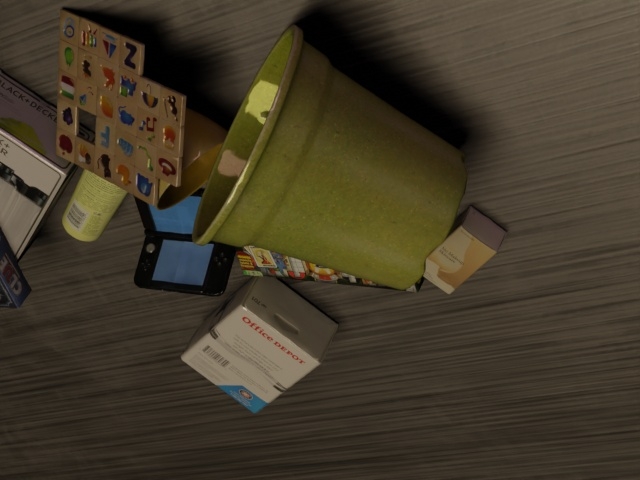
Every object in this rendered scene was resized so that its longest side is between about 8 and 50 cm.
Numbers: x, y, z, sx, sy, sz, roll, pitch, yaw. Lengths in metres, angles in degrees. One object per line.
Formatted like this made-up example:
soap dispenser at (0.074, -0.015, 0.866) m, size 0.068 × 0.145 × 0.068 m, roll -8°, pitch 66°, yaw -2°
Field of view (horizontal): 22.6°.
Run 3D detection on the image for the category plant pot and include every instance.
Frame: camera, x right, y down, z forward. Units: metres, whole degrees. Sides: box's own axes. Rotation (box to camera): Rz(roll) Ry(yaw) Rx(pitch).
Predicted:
plant pot at (-0.185, -0.117, 2.026) m, size 0.095 × 0.134 × 0.134 m, roll 49°, pitch 140°, yaw 9°
plant pot at (0.022, -0.071, 1.865) m, size 0.253 × 0.276 × 0.276 m, roll 25°, pitch 140°, yaw -11°

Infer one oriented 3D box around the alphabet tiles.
alphabet tiles at (-0.249, -0.160, 1.981) m, size 0.237 × 0.009 × 0.198 m, roll 27°, pitch 122°, yaw 36°

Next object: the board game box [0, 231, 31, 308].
board game box at (-0.524, -0.010, 2.244) m, size 0.165 × 0.042 × 0.243 m, roll 2°, pitch 132°, yaw 28°

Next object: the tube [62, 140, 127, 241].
tube at (-0.280, -0.091, 2.152) m, size 0.062 × 0.070 × 0.240 m, roll 63°, pitch 141°, yaw 25°

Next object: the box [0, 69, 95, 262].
box at (-0.443, -0.088, 2.219) m, size 0.169 × 0.087 × 0.290 m, roll 35°, pitch 139°, yaw -6°

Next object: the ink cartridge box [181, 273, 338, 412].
ink cartridge box at (-0.087, 0.144, 2.253) m, size 0.139 × 0.082 × 0.190 m, roll 38°, pitch 137°, yaw -10°

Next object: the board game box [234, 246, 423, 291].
board game box at (0.000, 0.000, 2.100) m, size 0.259 × 0.030 × 0.136 m, roll 5°, pitch 131°, yaw 26°

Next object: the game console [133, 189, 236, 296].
game console at (-0.194, 0.001, 2.172) m, size 0.144 × 0.124 × 0.085 m, roll 6°, pitch 160°, yaw 26°

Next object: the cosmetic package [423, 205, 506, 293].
cosmetic package at (0.174, 0.013, 2.003) m, size 0.060 × 0.041 × 0.115 m, roll 35°, pitch 139°, yaw -6°
